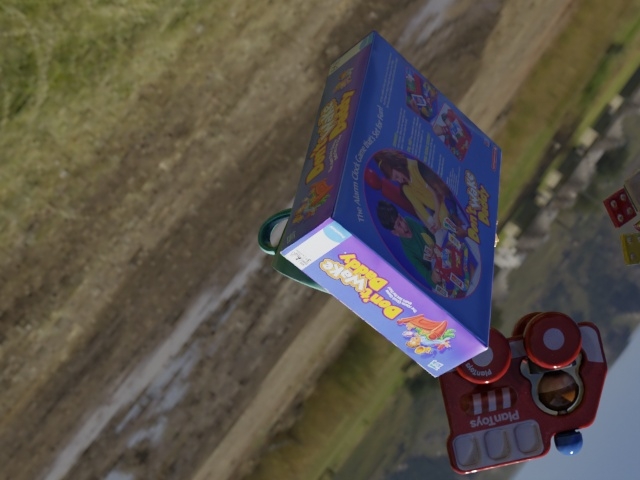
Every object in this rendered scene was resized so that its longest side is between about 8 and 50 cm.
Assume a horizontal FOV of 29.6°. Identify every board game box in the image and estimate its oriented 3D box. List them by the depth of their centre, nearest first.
[{"bbox_3d":[0.093,-0.051,1.364,0.078,0.233,0.347,-34,-153,34],"label":"board game box"}]

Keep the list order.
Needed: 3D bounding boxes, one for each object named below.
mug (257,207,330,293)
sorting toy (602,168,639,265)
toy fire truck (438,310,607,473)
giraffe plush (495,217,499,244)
[{"bbox_3d":[0.004,0.002,1.480,0.129,0.157,0.097,-102,-148,-83],"label":"mug"},{"bbox_3d":[0.511,-0.054,1.837,0.274,0.132,0.046,-34,-172,-35],"label":"sorting toy"},{"bbox_3d":[0.353,0.261,2.119,0.302,0.254,0.169,-11,177,-1],"label":"toy fire truck"},{"bbox_3d":[0.176,-0.008,1.730,0.210,0.181,0.170,-11,-172,-16],"label":"giraffe plush"}]
